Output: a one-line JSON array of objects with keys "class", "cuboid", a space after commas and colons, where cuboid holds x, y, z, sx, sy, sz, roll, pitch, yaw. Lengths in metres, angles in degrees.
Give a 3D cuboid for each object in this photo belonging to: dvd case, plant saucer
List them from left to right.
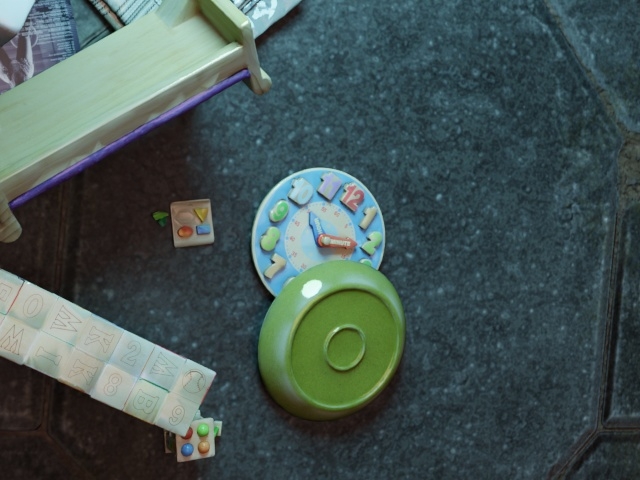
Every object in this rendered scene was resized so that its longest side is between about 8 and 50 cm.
[{"class": "dvd case", "cuboid": [-0.374, -0.212, 1.247, 0.165, 0.018, 0.221, -15, 99, -26]}, {"class": "plant saucer", "cuboid": [0.028, 0.148, 1.433, 0.241, 0.037, 0.240, -7, 105, -27]}]

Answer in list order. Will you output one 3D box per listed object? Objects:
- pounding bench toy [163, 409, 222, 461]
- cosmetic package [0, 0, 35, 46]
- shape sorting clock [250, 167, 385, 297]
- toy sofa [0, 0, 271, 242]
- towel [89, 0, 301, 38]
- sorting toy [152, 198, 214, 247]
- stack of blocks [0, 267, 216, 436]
[{"class": "pounding bench toy", "cuboid": [-0.160, 0.259, 1.349, 0.083, 0.065, 0.052, -5, 94, -26]}, {"class": "cosmetic package", "cuboid": [-0.426, -0.360, 0.949, 0.329, 0.394, 0.327, 31, 67, -29]}, {"class": "shape sorting clock", "cuboid": [0.000, 0.000, 1.429, 0.206, 0.040, 0.206, -1, 93, -26]}, {"class": "toy sofa", "cuboid": [-0.245, -0.149, 1.172, 0.363, 0.150, 0.177, -33, 147, -16]}, {"class": "towel", "cuboid": [-0.172, -0.396, 1.317, 0.312, 0.056, 0.324, -47, 111, -17]}, {"class": "sorting toy", "cuboid": [-0.183, -0.022, 1.353, 0.083, 0.012, 0.062, -7, 96, -26]}, {"class": "stack of blocks", "cuboid": [-0.295, 0.126, 1.218, 0.297, 0.171, 0.087, 30, 79, -23]}]
